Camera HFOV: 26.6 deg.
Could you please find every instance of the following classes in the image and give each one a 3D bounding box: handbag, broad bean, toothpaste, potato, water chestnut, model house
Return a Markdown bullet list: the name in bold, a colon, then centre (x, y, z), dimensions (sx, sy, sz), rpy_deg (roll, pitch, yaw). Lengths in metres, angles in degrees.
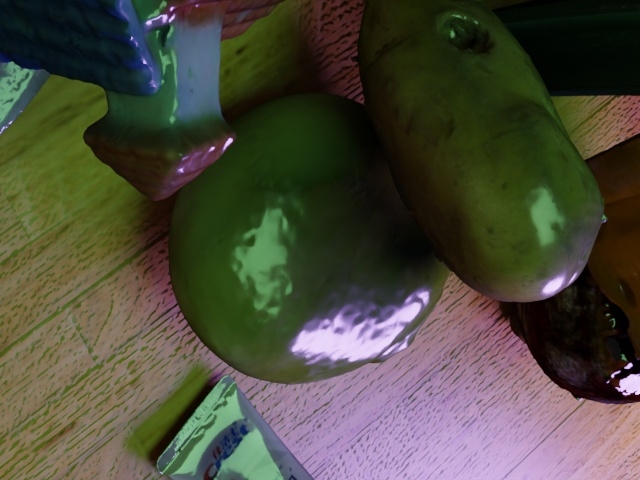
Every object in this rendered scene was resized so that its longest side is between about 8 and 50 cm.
- **handbag**: centre (0.266, -0.178, 1.135), dimensions (0.238, 0.326, 0.089), rpy_deg (-20, 103, -33)
- **broad bean**: centre (0.000, 0.000, 1.107), dimensions (0.291, 0.119, 0.238), rpy_deg (4, 96, -44)
- **toothpaste**: centre (-0.024, 0.250, 1.226), dimensions (0.100, 0.066, 0.323), rpy_deg (-51, 125, -15)
- **potato**: centre (0.113, -0.082, 1.035), dimensions (0.141, 0.296, 0.191), rpy_deg (-28, 158, 17)
- **water chestnut**: centre (0.299, 0.053, 1.317), dimensions (0.223, 0.238, 0.224), rpy_deg (-8, 101, -45)
- **model house**: centre (-0.121, -0.204, 0.841), dimensions (0.295, 0.251, 0.329), rpy_deg (-36, 132, -62)

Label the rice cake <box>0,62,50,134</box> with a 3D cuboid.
- **rice cake**: centre (-0.229, -0.146, 0.920), dimensions (0.124, 0.038, 0.211), rpy_deg (43, 76, -40)

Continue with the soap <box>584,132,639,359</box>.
- **soap**: centre (0.331, 0.017, 1.093), dimensions (0.143, 0.281, 0.259), rpy_deg (-28, 90, -17)
